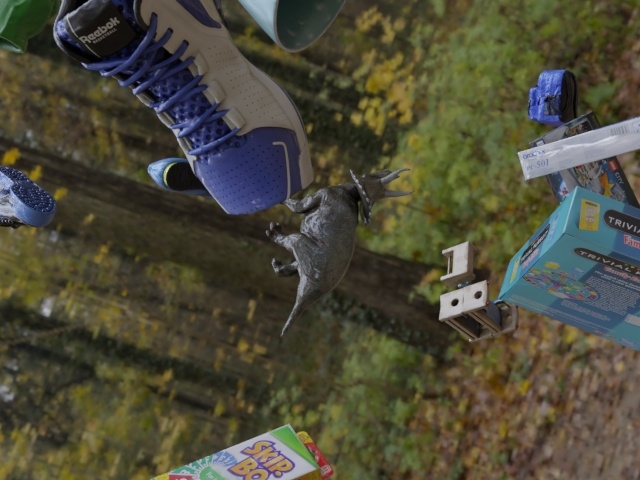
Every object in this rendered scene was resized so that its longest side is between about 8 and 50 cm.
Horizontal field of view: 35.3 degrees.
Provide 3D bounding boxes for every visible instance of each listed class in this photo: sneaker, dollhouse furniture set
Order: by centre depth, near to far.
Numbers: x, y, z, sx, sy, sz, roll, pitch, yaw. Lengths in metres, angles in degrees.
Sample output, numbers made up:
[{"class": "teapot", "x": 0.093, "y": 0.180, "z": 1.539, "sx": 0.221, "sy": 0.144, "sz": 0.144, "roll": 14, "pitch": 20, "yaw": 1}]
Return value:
[{"class": "sneaker", "x": -0.140, "y": -0.157, "z": 0.887, "sx": 0.127, "sy": 0.315, "sz": 0.182, "roll": -20, "pitch": 9, "yaw": 28}, {"class": "sneaker", "x": -0.508, "y": -0.052, "z": 1.683, "sx": 0.232, "sy": 0.081, "sz": 0.090, "roll": 35, "pitch": 107, "yaw": 52}, {"class": "sneaker", "x": -0.231, "y": -0.118, "z": 1.910, "sx": 0.082, "sy": 0.209, "sz": 0.069, "roll": 19, "pitch": 96, "yaw": 46}, {"class": "dollhouse furniture set", "x": 0.361, "y": 0.110, "z": 2.276, "sx": 0.129, "sy": 0.129, "sz": 0.183, "roll": -22, "pitch": 47, "yaw": 37}]

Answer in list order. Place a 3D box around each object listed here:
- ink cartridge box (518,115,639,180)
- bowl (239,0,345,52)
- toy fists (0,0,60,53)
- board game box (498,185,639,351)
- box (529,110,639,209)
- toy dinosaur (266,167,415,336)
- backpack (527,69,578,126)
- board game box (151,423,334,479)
[{"class": "ink cartridge box", "x": 0.400, "y": -0.139, "z": 1.450, "sx": 0.097, "sy": 0.207, "sz": 0.046, "roll": -19, "pitch": -86, "yaw": -60}, {"class": "bowl", "x": -0.063, "y": -0.550, "z": 2.006, "sx": 0.311, "sy": 0.163, "sz": 0.311, "roll": -51, "pitch": -20, "yaw": -27}, {"class": "toy fists", "x": -0.528, "y": -0.386, "z": 1.578, "sx": 0.142, "sy": 0.279, "sz": 0.096, "roll": -68, "pitch": -27, "yaw": -8}, {"class": "board game box", "x": 0.442, "y": 0.053, "z": 1.528, "sx": 0.336, "sy": 0.254, "sz": 0.079, "roll": 108, "pitch": -177, "yaw": -70}, {"class": "box", "x": 0.531, "y": -0.123, "z": 2.005, "sx": 0.159, "sy": 0.233, "sz": 0.044, "roll": -27, "pitch": 1, "yaw": -31}, {"class": "toy dinosaur", "x": 0.000, "y": 0.000, "z": 1.555, "sx": 0.121, "sy": 0.160, "sz": 0.313, "roll": 36, "pitch": -104, "yaw": -47}, {"class": "backpack", "x": 0.512, "y": -0.316, "z": 2.219, "sx": 0.098, "sy": 0.101, "sz": 0.120, "roll": 3, "pitch": -87, "yaw": -59}, {"class": "board game box", "x": -0.118, "y": 0.364, "z": 1.545, "sx": 0.124, "sy": 0.259, "sz": 0.039, "roll": -136, "pitch": 34, "yaw": -55}]
